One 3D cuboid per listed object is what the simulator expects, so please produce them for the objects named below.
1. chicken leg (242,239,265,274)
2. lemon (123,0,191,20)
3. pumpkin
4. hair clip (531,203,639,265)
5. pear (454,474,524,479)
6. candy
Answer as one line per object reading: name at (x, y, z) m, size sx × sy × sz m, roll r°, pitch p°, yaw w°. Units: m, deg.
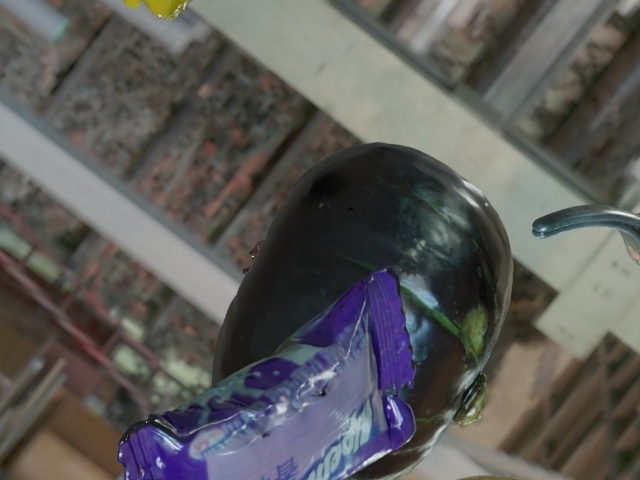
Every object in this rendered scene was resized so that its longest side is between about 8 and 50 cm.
chicken leg at (-0.003, -0.004, 2.215) m, size 0.219 × 0.048 × 0.089 m, roll -28°, pitch 132°, yaw -16°
lemon at (-0.126, -0.287, 1.429) m, size 0.173 × 0.174 × 0.206 m, roll -84°, pitch -177°, yaw -84°
pumpkin at (0.046, 0.077, 1.501) m, size 0.315 × 0.238 × 0.315 m, roll -62°, pitch 179°, yaw -1°
hair clip at (0.274, -0.015, 1.679) m, size 0.229 × 0.039 × 0.070 m, roll 9°, pitch 111°, yaw -50°
pear at (0.216, 0.436, 2.215) m, size 0.280 × 0.281 × 0.281 m, roll -52°, pitch -177°, yaw 4°
candy at (-0.026, 0.133, 1.186) m, size 0.070 × 0.145 × 0.275 m, roll 14°, pitch -146°, yaw 40°
